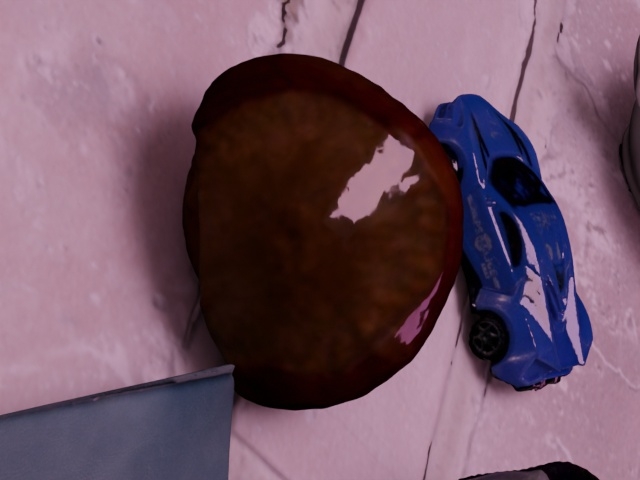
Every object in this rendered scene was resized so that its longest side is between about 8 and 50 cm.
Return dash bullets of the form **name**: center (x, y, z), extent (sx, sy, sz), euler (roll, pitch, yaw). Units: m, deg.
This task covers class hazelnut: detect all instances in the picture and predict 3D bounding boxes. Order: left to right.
- **hazelnut**: center (-0.005, 0.000, 1.023), extent (0.170, 0.160, 0.201), euler (4, 109, -38)

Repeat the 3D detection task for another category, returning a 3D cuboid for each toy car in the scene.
- **toy car**: center (0.136, -0.002, 1.255), extent (0.103, 0.063, 0.216), euler (-7, 80, -52)

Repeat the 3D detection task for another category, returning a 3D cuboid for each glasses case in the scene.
- **glasses case**: center (-0.148, 0.125, 0.865), extent (0.266, 0.056, 0.105), euler (-8, 105, -52)

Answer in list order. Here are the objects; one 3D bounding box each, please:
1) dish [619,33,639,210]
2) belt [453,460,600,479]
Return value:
- **dish**: center (0.301, -0.070, 1.480), extent (0.246, 0.078, 0.224), euler (38, 47, -37)
- **belt**: center (0.097, 0.247, 1.017), extent (0.289, 0.164, 0.184), euler (-48, 121, -49)
